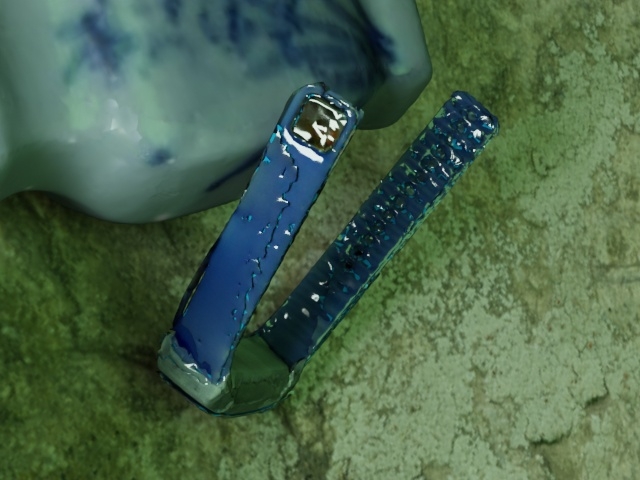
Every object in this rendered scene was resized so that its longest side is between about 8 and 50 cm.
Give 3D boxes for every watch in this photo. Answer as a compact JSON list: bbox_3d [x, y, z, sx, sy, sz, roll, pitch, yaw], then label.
[{"bbox_3d":[0.003,0.005,1.153,0.276,0.068,0.275,-5,126,-61],"label":"watch"}]

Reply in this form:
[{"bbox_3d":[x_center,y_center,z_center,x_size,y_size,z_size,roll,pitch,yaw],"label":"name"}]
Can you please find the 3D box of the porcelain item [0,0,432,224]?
[{"bbox_3d":[-0.115,-0.138,1.106,0.405,0.178,0.243,-14,89,-39],"label":"porcelain item"}]
